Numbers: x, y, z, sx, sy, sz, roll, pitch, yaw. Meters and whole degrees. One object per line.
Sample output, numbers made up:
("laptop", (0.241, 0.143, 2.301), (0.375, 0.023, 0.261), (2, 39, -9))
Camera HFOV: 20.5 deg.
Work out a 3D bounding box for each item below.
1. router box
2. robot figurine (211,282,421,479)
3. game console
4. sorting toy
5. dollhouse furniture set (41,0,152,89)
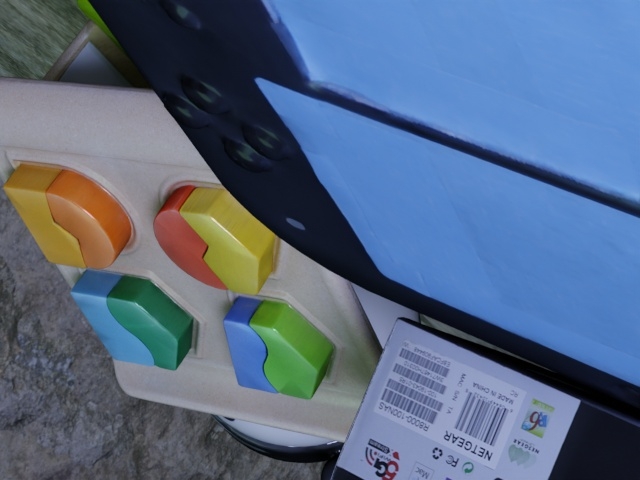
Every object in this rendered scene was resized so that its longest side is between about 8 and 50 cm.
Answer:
("router box", (0.194, 0.139, 0.733), (0.309, 0.081, 0.243), (23, -179, 38))
("robot figurine", (-0.016, 0.073, 1.276), (0.209, 0.173, 0.278), (30, 171, 6))
("game console", (0.073, -0.031, 0.553), (0.386, 0.060, 0.342), (22, 165, 32))
("sorting toy", (-0.068, 0.017, 0.869), (0.193, 0.038, 0.208), (8, 136, 34))
("dollhouse furniture set", (0.000, 0.000, 0.880), (0.301, 0.151, 0.197), (32, 170, 37))
